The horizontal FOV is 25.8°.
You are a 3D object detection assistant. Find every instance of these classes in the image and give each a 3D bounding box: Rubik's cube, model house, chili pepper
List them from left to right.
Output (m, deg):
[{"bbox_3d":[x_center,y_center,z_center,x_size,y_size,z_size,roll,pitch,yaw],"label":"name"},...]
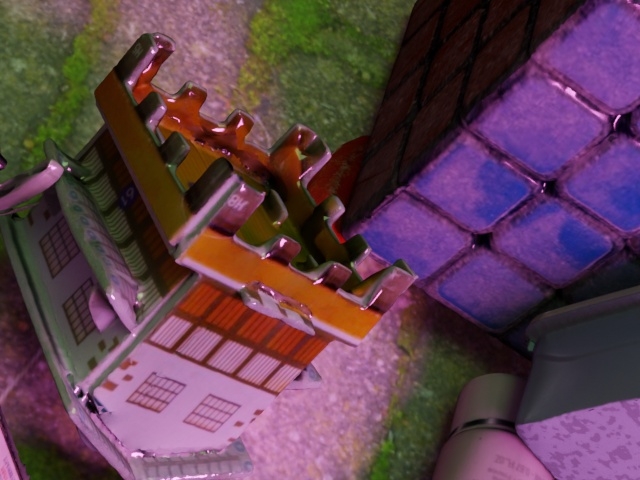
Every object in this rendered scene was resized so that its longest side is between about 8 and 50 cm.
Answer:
[{"bbox_3d":[-0.094,0.014,0.943,0.198,0.215,0.224,31,19,-44],"label":"model house"},{"bbox_3d":[0.000,0.000,1.136,0.063,0.071,0.272,3,49,18],"label":"chili pepper"},{"bbox_3d":[0.266,-0.109,1.142,0.337,0.344,0.344,33,48,-15],"label":"Rubik's cube"}]

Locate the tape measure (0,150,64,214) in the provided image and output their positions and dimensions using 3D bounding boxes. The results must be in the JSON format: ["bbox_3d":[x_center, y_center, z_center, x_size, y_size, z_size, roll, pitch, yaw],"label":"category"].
[{"bbox_3d":[-0.285,-0.027,0.910,0.178,0.196,0.105,-54,126,-21],"label":"tape measure"}]

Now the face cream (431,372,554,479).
[{"bbox_3d":[0.120,0.234,1.028,0.143,0.089,0.314,31,41,-13],"label":"face cream"}]

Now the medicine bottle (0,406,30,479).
[{"bbox_3d":[-0.270,0.108,0.819,0.201,0.171,0.052,14,44,22],"label":"medicine bottle"}]

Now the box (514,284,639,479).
[{"bbox_3d":[0.262,0.117,1.031,0.162,0.227,0.130,49,48,-21],"label":"box"}]

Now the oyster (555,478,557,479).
[{"bbox_3d":[0.330,0.274,1.111,0.354,0.107,0.201,16,52,0],"label":"oyster"}]
